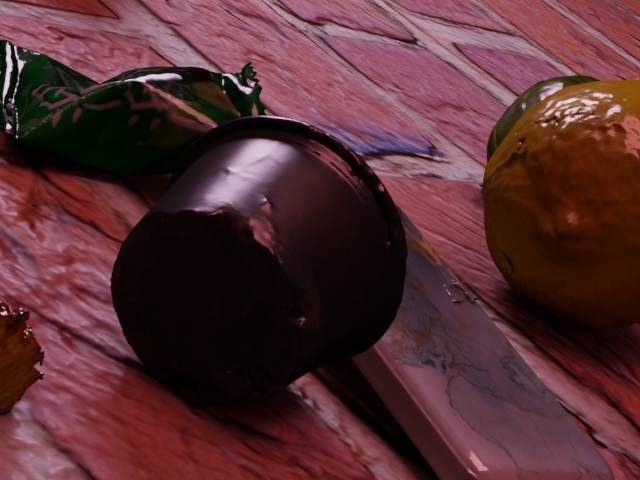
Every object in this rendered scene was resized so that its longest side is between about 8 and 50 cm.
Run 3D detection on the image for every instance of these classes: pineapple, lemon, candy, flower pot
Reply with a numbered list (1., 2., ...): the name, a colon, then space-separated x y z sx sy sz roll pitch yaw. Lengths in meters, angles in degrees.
1. pineapple: -0.196 0.049 0.872 0.114 0.077 0.114 24 -17 20
2. lemon: 0.223 -0.029 1.400 0.192 0.192 0.231 37 28 22
3. candy: -0.133 -0.085 1.243 0.203 0.078 0.141 7 15 -16
4. flower pot: -0.043 0.021 1.017 0.157 0.157 0.107 33 35 11

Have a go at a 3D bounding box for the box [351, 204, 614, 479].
1. box: 0.065 0.062 1.153 0.142 0.044 0.285 7 36 -44

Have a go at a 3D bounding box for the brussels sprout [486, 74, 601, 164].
1. brussels sprout: 0.221 -0.073 1.591 0.145 0.131 0.183 40 27 16
